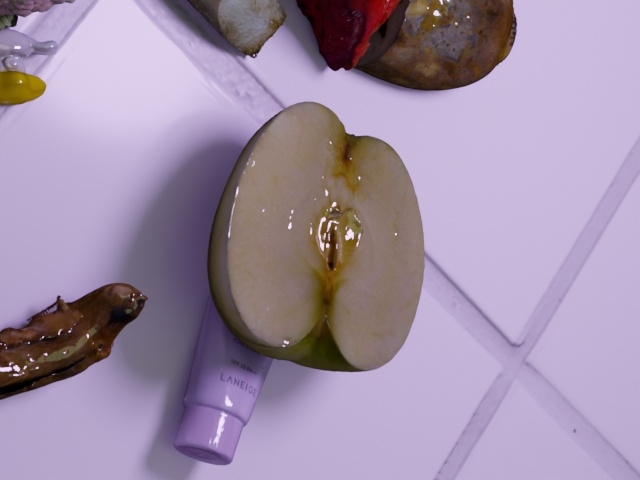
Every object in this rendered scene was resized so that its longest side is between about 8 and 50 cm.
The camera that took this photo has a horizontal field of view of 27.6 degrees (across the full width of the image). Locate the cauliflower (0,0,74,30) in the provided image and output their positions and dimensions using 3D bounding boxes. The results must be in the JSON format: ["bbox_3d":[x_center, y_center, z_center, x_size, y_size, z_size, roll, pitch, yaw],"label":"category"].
[{"bbox_3d":[-0.405,-0.416,1.670,0.256,0.239,0.315,-8,75,8],"label":"cauliflower"}]

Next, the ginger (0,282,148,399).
[{"bbox_3d":[-0.389,0.140,1.749,0.309,0.107,0.133,-12,109,-28],"label":"ginger"}]

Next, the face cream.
[{"bbox_3d":[-0.135,0.193,1.943,0.154,0.096,0.274,29,64,-28],"label":"face cream"}]

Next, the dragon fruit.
[{"bbox_3d":[0.024,-0.425,1.983,0.302,0.240,0.330,-45,142,-53],"label":"dragon fruit"}]

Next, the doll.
[{"bbox_3d":[-0.423,-0.239,1.731,0.135,0.071,0.113,23,72,-28],"label":"doll"}]

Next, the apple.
[{"bbox_3d":[0.000,0.000,1.901,0.311,0.320,0.360,7,74,5],"label":"apple"}]

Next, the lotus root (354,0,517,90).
[{"bbox_3d":[0.213,-0.358,2.100,0.260,0.149,0.267,21,84,-32],"label":"lotus root"}]

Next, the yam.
[{"bbox_3d":[-0.151,-0.374,1.884,0.259,0.106,0.106,42,71,-27],"label":"yam"}]
